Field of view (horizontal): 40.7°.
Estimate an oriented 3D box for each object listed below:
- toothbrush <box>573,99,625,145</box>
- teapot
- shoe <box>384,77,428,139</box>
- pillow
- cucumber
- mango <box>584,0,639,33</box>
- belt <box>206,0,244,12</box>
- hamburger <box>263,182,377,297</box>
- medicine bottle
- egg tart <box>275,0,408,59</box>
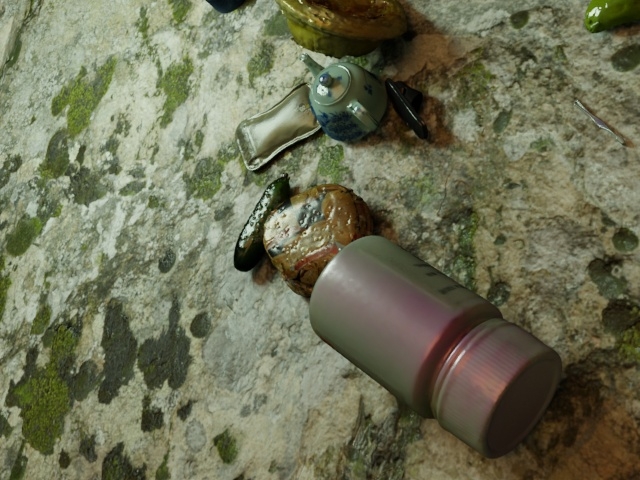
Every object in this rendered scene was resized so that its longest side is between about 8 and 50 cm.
[{"bbox_3d":[0.481,-0.205,1.490,0.011,0.013,0.131,-38,53,3],"label":"toothbrush"},{"bbox_3d":[0.043,-0.290,1.729,0.159,0.159,0.232,-47,54,9],"label":"teapot"},{"bbox_3d":[0.182,-0.262,1.687,0.053,0.062,0.159,-24,56,-7],"label":"shoe"},{"bbox_3d":[-0.089,-0.245,1.870,0.217,0.033,0.130,-28,66,21],"label":"pillow"},{"bbox_3d":[-0.118,-0.039,1.791,0.069,0.069,0.227,19,79,37],"label":"cucumber"},{"bbox_3d":[0.535,-0.422,1.503,0.165,0.074,0.091,-32,59,19],"label":"mango"},{"bbox_3d":[-0.226,-0.657,2.097,0.141,0.082,0.190,18,83,32],"label":"belt"},{"bbox_3d":[0.000,0.000,1.673,0.231,0.107,0.231,-13,59,23],"label":"hamburger"},{"bbox_3d":[0.180,0.164,1.411,0.388,0.219,0.219,32,91,38],"label":"medicine bottle"},{"bbox_3d":[0.040,-0.449,1.764,0.290,0.290,0.115,40,132,37],"label":"egg tart"}]
